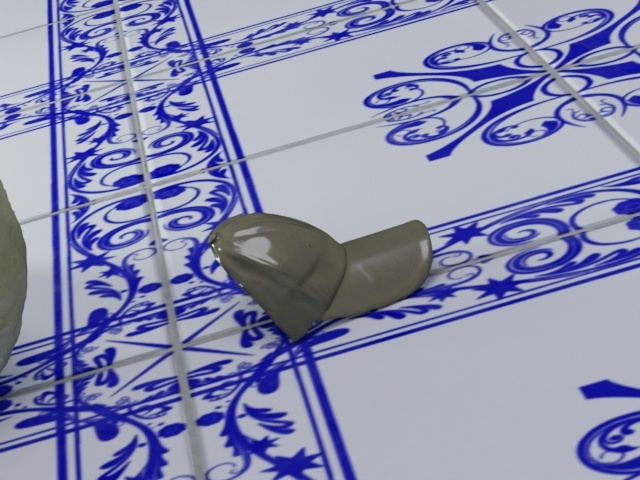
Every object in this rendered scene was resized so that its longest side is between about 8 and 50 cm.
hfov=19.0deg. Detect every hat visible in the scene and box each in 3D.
[{"bbox_3d":[0.000,0.000,1.799,0.173,0.144,0.166,-40,26,-2],"label":"hat"}]

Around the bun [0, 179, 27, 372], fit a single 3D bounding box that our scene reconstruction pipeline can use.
[{"bbox_3d":[-0.456,0.027,1.767,0.349,0.352,0.227,16,24,-28],"label":"bun"}]
